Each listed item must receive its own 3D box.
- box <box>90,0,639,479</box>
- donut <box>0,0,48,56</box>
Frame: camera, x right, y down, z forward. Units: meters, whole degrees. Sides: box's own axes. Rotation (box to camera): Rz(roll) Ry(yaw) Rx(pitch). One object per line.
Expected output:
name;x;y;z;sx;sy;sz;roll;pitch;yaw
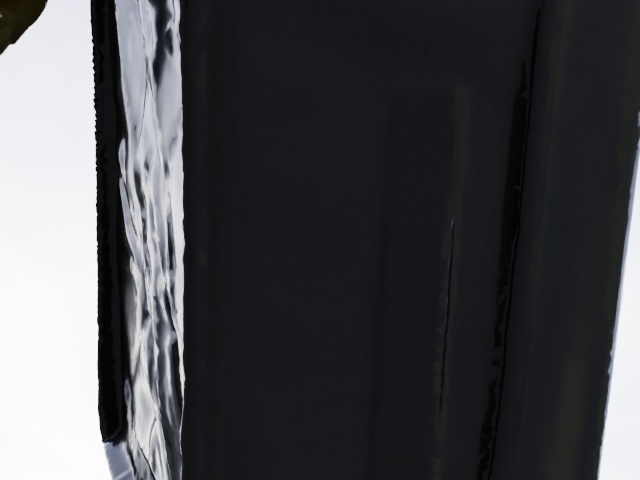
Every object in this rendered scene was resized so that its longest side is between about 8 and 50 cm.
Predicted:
box;0.001;0.000;0.531;0.204;0.251;0.345;-4;-74;-20
donut;-0.267;-0.215;0.465;0.160;0.330;0.330;16;-29;52
